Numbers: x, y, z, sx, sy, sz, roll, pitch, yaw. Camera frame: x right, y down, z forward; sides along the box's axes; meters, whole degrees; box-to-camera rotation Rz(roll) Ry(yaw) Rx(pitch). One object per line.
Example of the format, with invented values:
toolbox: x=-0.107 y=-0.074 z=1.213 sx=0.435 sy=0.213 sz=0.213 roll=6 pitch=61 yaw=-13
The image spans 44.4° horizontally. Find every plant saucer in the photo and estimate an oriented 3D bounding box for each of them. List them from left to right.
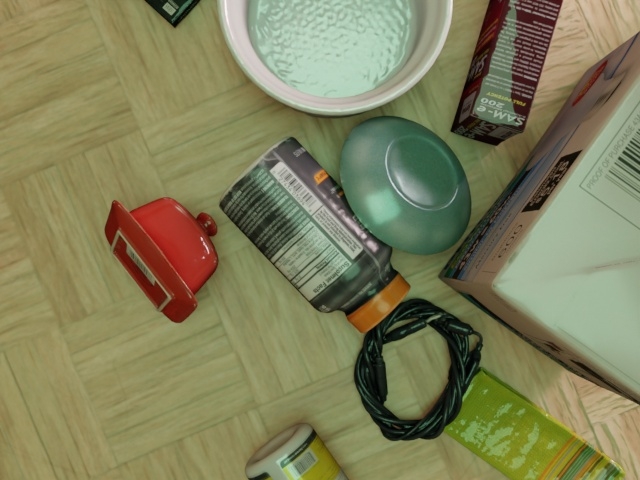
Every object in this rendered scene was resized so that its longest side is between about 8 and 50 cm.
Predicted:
plant saucer: x=0.117 y=-0.078 z=0.976 sx=0.194 sy=0.037 sz=0.195 roll=11 pitch=64 yaw=-24

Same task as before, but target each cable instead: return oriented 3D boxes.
cable: x=0.119 y=0.172 z=1.021 sx=0.150 sy=0.047 sz=0.185 roll=27 pitch=90 yaw=0

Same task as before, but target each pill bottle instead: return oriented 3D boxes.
pill bottle: x=-0.006 y=0.332 z=0.990 sx=0.103 sy=0.103 sz=0.184 roll=-34 pitch=90 yaw=-1
pill bottle: x=0.000 y=0.000 z=0.979 sx=0.130 sy=0.130 sz=0.246 roll=-43 pitch=91 yaw=-1

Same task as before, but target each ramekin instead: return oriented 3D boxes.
ramekin: x=0.016 y=-0.283 z=0.977 sx=0.277 sy=0.135 sz=0.277 roll=0 pitch=89 yaw=-1

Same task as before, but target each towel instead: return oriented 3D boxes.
towel: x=0.279 y=0.275 z=1.035 sx=0.237 sy=0.021 sz=0.102 roll=36 pitch=89 yaw=0

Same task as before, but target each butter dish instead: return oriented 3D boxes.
butter dish: x=-0.182 y=0.007 z=0.983 sx=0.118 sy=0.160 sz=0.160 roll=-38 pitch=90 yaw=-24

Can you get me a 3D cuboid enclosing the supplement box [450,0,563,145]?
supplement box: x=0.240 y=-0.249 z=0.982 sx=0.073 sy=0.130 sz=0.240 roll=16 pitch=89 yaw=-1

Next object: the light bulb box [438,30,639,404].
light bulb box: x=0.340 y=-0.032 z=0.867 sx=0.225 sy=0.361 sz=0.358 roll=36 pitch=89 yaw=1

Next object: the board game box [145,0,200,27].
board game box: x=-0.219 y=-0.389 z=1.028 sx=0.186 sy=0.026 sz=0.126 roll=43 pitch=89 yaw=0
